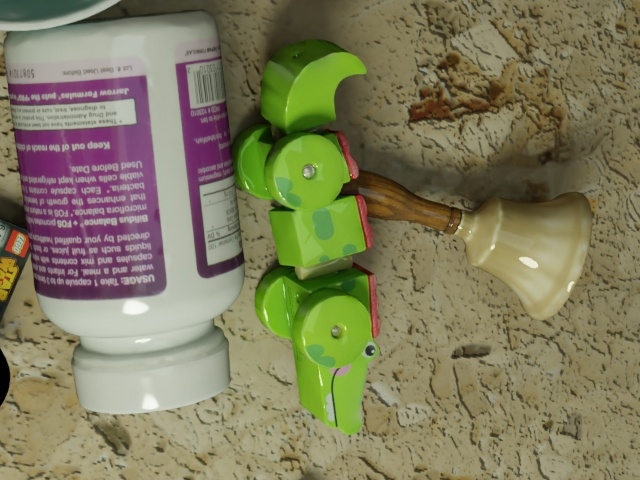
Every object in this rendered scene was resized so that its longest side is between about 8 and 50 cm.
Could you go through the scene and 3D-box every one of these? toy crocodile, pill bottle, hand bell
[{"bbox_3d":[0.000,0.000,1.312,0.105,0.115,0.340,-13,103,-21],"label":"toy crocodile"},{"bbox_3d":[-0.149,-0.024,1.208,0.169,0.169,0.301,-10,101,-25],"label":"pill bottle"},{"bbox_3d":[0.110,-0.021,1.394,0.242,0.126,0.126,18,88,-14],"label":"hand bell"}]

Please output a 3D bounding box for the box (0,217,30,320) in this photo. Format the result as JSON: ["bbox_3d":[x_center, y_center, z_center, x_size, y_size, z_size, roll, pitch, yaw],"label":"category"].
[{"bbox_3d":[-0.296,0.039,1.219,0.094,0.027,0.137,24,86,-28],"label":"box"}]

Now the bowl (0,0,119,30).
[{"bbox_3d":[-0.251,-0.308,1.122,0.311,0.163,0.311,-3,97,-26],"label":"bowl"}]

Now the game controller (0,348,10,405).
[{"bbox_3d":[-0.388,0.160,1.149,0.319,0.067,0.166,-44,112,-6],"label":"game controller"}]
